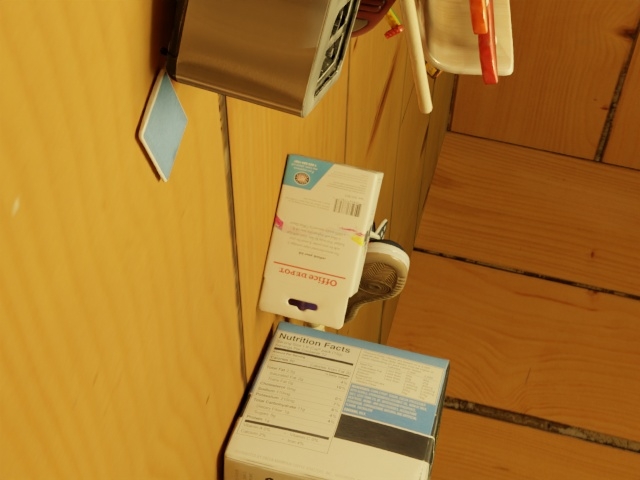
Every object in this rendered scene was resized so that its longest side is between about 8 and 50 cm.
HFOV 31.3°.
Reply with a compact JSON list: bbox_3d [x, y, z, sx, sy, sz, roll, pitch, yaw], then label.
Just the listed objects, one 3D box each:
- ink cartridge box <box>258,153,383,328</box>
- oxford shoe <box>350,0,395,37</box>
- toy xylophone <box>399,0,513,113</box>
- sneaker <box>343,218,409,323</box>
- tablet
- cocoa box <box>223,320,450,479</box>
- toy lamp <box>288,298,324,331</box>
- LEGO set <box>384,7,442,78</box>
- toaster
[{"bbox_3d":[0.000,0.000,1.306,0.061,0.104,0.181,-21,124,-79],"label":"ink cartridge box"},{"bbox_3d":[0.055,-0.369,1.098,0.130,0.123,0.348,-94,-162,-63],"label":"oxford shoe"},{"bbox_3d":[0.105,-0.249,0.952,0.322,0.081,0.236,61,26,-61],"label":"toy xylophone"},{"bbox_3d":[0.055,0.008,1.545,0.282,0.099,0.153,136,-26,-65],"label":"sneaker"},{"bbox_3d":[-0.111,-0.080,0.807,0.083,0.006,0.054,75,29,-70],"label":"tablet"},{"bbox_3d":[0.016,0.314,1.436,0.228,0.231,0.347,-69,168,-47],"label":"cocoa box"},{"bbox_3d":[-0.010,0.103,1.491,0.274,0.080,0.080,89,16,-58],"label":"toy lamp"},{"bbox_3d":[0.083,-0.283,1.213,0.060,0.182,0.244,-41,146,-28],"label":"LEGO set"},{"bbox_3d":[-0.029,-0.189,0.786,0.185,0.110,0.168,-59,166,-64],"label":"toaster"}]
